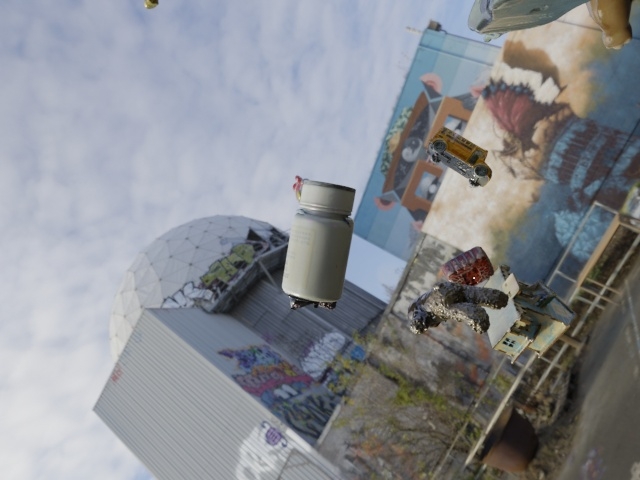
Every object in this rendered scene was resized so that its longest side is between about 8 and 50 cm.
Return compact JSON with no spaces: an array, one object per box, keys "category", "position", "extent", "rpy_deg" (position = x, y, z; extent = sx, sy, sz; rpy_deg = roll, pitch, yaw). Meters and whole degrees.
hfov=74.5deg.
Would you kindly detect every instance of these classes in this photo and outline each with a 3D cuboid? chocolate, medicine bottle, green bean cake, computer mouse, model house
[{"category":"chocolate","position":[-0.021,0.192,1.333],"extent":[0.147,0.070,0.072],"rpy_deg":[0,-69,-34]},{"category":"medicine bottle","position":[0.000,0.000,0.956],"extent":[0.143,0.143,0.258],"rpy_deg":[-1,-78,-62]},{"category":"green bean cake","position":[0.441,0.091,1.255],"extent":[0.135,0.056,0.135],"rpy_deg":[-31,-40,13]},{"category":"computer mouse","position":[0.321,-0.391,0.666],"extent":[0.379,0.167,0.090],"rpy_deg":[-78,-17,-79]},{"category":"model house","position":[0.568,0.202,1.132],"extent":[0.271,0.206,0.178],"rpy_deg":[-72,7,-62]}]

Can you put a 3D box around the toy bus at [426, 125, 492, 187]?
[{"category":"toy bus","position":[0.329,-0.193,0.977],"extent":[0.074,0.162,0.069],"rpy_deg":[-52,-14,-7]}]

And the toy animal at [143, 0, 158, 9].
[{"category":"toy animal","position":[-0.339,-0.542,0.774],"extent":[0.233,0.121,0.169],"rpy_deg":[-18,-90,-77]}]

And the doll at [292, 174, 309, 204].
[{"category":"doll","position":[-0.038,-0.136,1.325],"extent":[0.076,0.245,0.142],"rpy_deg":[-26,-74,-6]}]

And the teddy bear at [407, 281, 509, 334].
[{"category":"teddy bear","position":[0.189,0.097,0.645],"extent":[0.119,0.078,0.160],"rpy_deg":[-38,8,-35]}]

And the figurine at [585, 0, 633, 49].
[{"category":"figurine","position":[0.513,-0.517,0.786],"extent":[0.247,0.173,0.177],"rpy_deg":[24,-72,-37]}]
